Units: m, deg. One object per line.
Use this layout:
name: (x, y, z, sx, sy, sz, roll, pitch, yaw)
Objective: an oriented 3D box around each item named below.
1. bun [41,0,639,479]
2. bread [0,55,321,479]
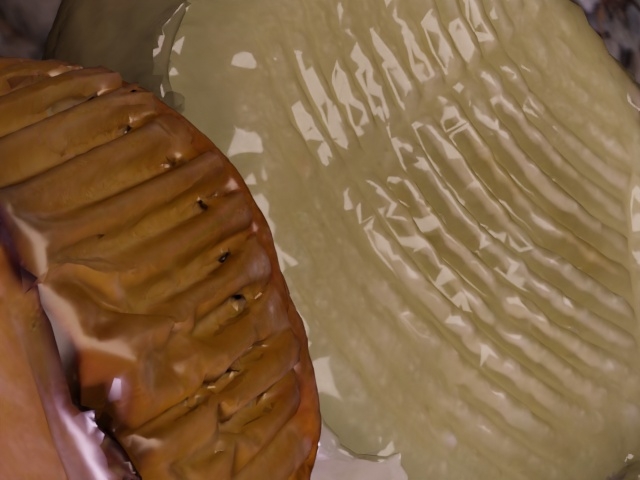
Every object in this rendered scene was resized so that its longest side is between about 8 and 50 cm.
bun: (0.000, 0.000, 0.671, 0.259, 0.152, 0.259, 18, 61, -36)
bread: (-0.095, 0.037, 0.528, 0.199, 0.199, 0.104, 56, 41, -3)
